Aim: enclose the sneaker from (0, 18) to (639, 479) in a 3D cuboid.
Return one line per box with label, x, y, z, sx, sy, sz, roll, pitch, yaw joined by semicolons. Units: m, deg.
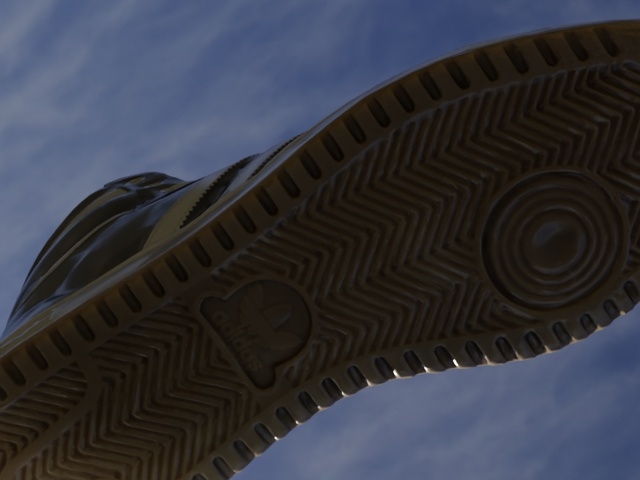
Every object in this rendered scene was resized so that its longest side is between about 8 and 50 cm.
sneaker;0.000;0.000;0.471;0.282;0.099;0.153;-28;-166;4
